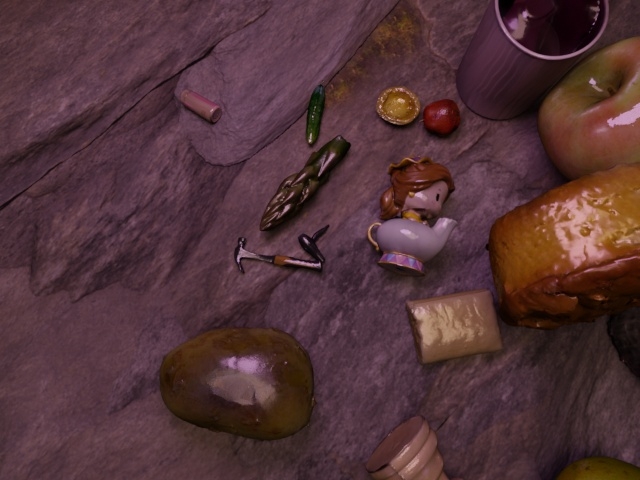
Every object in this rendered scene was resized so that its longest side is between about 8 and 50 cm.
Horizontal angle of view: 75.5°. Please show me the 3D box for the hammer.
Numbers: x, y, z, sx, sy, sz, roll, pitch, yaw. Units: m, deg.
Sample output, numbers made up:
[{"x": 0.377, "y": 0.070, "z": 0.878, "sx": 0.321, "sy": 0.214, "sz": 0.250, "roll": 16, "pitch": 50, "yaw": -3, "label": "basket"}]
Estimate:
[{"x": -0.095, "y": 0.047, "z": 0.915, "sx": 0.201, "sy": 0.021, "sz": 0.078, "roll": 10, "pitch": 80, "yaw": 7, "label": "hammer"}]

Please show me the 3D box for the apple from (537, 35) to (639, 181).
[{"x": 0.633, "y": -0.238, "z": 0.830, "sx": 0.277, "sy": 0.319, "sz": 0.318, "roll": 28, "pitch": 78, "yaw": -29, "label": "apple"}]

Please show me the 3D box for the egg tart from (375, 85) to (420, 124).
[{"x": 0.183, "y": -0.314, "z": 0.981, "sx": 0.105, "sy": 0.039, "sz": 0.104, "roll": 0, "pitch": 78, "yaw": 1, "label": "egg tart"}]

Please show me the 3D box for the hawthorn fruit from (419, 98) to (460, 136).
[{"x": 0.275, "y": -0.282, "z": 0.955, "sx": 0.093, "sy": 0.093, "sz": 0.092, "roll": 0, "pitch": 78, "yaw": 1, "label": "hawthorn fruit"}]

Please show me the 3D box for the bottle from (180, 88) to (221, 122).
[{"x": -0.287, "y": -0.322, "z": 0.987, "sx": 0.097, "sy": 0.045, "sz": 0.045, "roll": 31, "pitch": 81, "yaw": 8, "label": "bottle"}]

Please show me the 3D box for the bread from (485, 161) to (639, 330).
[{"x": 0.484, "y": 0.027, "z": 0.730, "sx": 0.399, "sy": 0.398, "sz": 0.215, "roll": -14, "pitch": 69, "yaw": -2, "label": "bread"}]

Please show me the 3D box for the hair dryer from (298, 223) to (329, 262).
[{"x": 0.000, "y": 0.000, "z": 0.929, "sx": 0.083, "sy": 0.031, "sz": 0.079, "roll": -43, "pitch": 91, "yaw": -15, "label": "hair dryer"}]

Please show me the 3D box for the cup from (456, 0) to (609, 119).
[{"x": 0.420, "y": -0.439, "z": 0.884, "sx": 0.209, "sy": 0.273, "sz": 0.287, "roll": -13, "pitch": 78, "yaw": -1, "label": "cup"}]

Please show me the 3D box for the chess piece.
[{"x": 0.241, "y": 0.503, "z": 0.783, "sx": 0.307, "sy": 0.124, "sz": 0.139, "roll": 49, "pitch": 51, "yaw": 6, "label": "chess piece"}]

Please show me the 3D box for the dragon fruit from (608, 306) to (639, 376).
[{"x": 0.732, "y": 0.191, "z": 0.782, "sx": 0.204, "sy": 0.221, "sz": 0.282, "roll": -22, "pitch": 81, "yaw": -10, "label": "dragon fruit"}]

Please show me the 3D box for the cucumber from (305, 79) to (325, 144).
[{"x": -0.013, "y": -0.303, "z": 0.983, "sx": 0.039, "sy": 0.039, "sz": 0.167, "roll": 8, "pitch": 81, "yaw": 3, "label": "cucumber"}]

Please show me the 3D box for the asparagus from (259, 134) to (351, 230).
[{"x": -0.041, "y": -0.124, "z": 0.930, "sx": 0.080, "sy": 0.080, "sz": 0.287, "roll": 37, "pitch": 73, "yaw": 8, "label": "asparagus"}]

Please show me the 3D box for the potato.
[{"x": -0.157, "y": 0.269, "z": 0.800, "sx": 0.308, "sy": 0.173, "sz": 0.209, "roll": 6, "pitch": 80, "yaw": -1, "label": "potato"}]

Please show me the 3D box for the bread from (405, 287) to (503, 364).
[{"x": 0.281, "y": 0.178, "z": 0.867, "sx": 0.179, "sy": 0.060, "sz": 0.139, "roll": -12, "pitch": 78, "yaw": -2, "label": "bread"}]

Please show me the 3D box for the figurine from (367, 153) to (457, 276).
[{"x": 0.198, "y": -0.061, "z": 0.880, "sx": 0.190, "sy": 0.142, "sz": 0.263, "roll": 9, "pitch": 77, "yaw": 26, "label": "figurine"}]

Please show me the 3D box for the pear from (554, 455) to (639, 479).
[{"x": 0.512, "y": 0.494, "z": 0.744, "sx": 0.220, "sy": 0.187, "sz": 0.187, "roll": -12, "pitch": 78, "yaw": 12, "label": "pear"}]
